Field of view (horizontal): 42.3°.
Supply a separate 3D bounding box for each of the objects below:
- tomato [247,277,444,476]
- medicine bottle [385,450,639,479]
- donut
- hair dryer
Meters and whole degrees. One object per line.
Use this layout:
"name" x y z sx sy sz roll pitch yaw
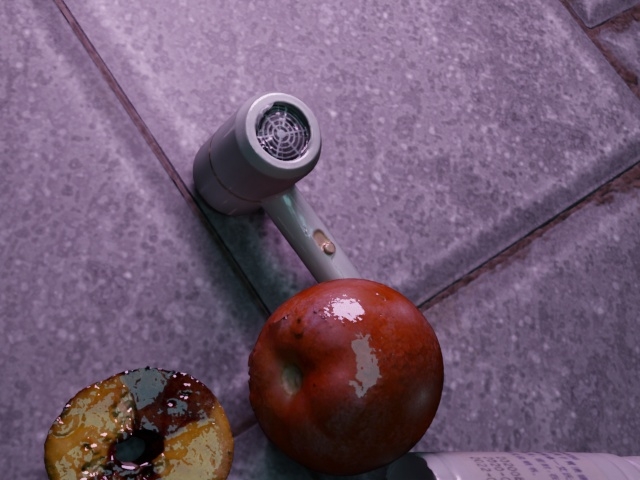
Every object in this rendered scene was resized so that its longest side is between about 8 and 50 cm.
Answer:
"tomato" 0.031 0.145 0.891 0.184 0.208 0.208 5 63 -44
"medicine bottle" 0.245 0.324 0.889 0.332 0.190 0.190 5 65 -17
"donut" -0.187 0.218 0.854 0.184 0.073 0.166 -28 79 -27
"hair dryer" 0.000 0.000 0.984 0.107 0.173 0.357 -41 97 -27
